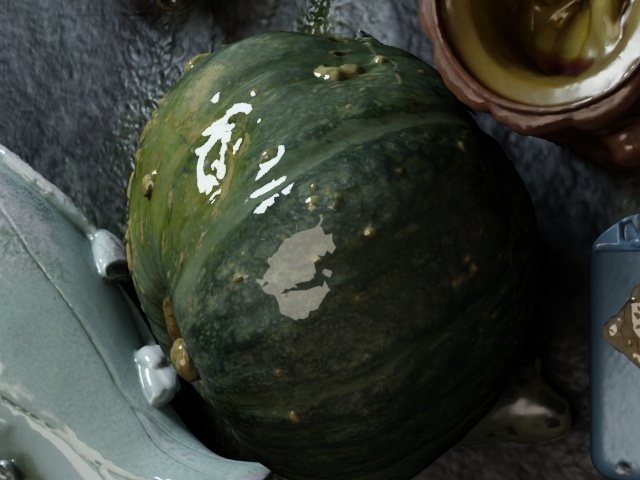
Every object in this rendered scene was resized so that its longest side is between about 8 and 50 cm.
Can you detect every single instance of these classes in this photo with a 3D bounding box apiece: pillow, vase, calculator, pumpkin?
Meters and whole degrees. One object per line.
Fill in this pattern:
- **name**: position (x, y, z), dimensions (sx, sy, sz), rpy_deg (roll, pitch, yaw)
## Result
- **pillow**: position (0.076, 0.111, 1.130), dimensions (0.241, 0.051, 0.093), rpy_deg (-8, 78, 33)
- **vase**: position (-0.228, 0.110, 1.213), dimensions (0.445, 0.250, 0.250), rpy_deg (45, 110, 20)
- **calculator**: position (0.245, 0.081, 1.037), dimensions (0.121, 0.039, 0.210), rpy_deg (-2, 88, 31)
- **pumpkin**: position (0.000, 0.000, 1.023), dimensions (0.257, 0.291, 0.328), rpy_deg (-29, 49, -14)

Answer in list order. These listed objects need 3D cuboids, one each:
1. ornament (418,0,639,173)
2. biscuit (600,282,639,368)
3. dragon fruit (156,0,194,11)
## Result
- **ornament**: position (0.182, -0.144, 0.975), dimensions (0.235, 0.217, 0.221), rpy_deg (-14, 82, 28)
- **biscuit**: position (0.359, -0.061, 0.926), dimensions (0.144, 0.078, 0.426), rpy_deg (44, 103, 17)
- **dragon fruit**: position (-0.208, -0.341, 1.216), dimensions (0.227, 0.307, 0.243), rpy_deg (-46, 35, 31)
